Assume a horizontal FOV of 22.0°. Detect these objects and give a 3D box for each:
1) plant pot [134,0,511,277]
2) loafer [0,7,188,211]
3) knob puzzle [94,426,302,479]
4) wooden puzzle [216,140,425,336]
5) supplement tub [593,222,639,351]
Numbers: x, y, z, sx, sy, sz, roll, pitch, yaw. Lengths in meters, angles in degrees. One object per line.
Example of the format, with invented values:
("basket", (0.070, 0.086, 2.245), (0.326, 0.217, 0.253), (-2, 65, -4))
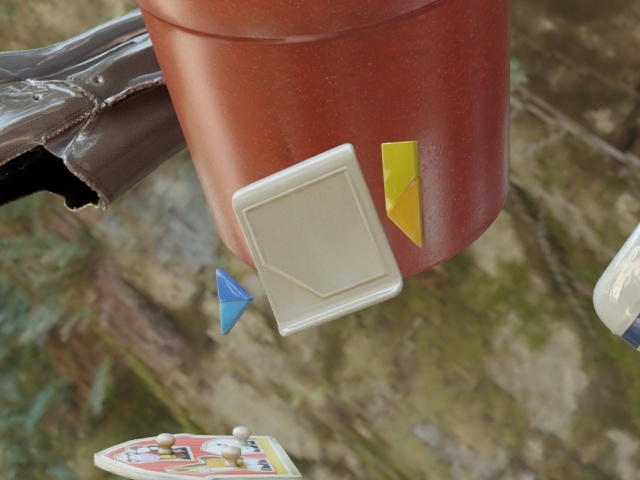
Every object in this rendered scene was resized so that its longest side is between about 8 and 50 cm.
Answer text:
("plant pot", (0.008, -0.133, 1.032), (0.272, 0.272, 0.265), (-39, -45, -32))
("loafer", (-0.162, -0.079, 1.223), (0.366, 0.130, 0.134), (-16, -19, -8))
("knob puzzle", (-0.128, 0.210, 1.644), (0.213, 0.213, 0.030), (-10, -76, -61))
("wooden puzzle", (0.000, 0.000, 0.745), (0.116, 0.078, 0.014), (-14, -3, 27))
("supplement tub", (0.380, 0.050, 1.133), (0.235, 0.325, 0.235), (-51, -10, -13))
